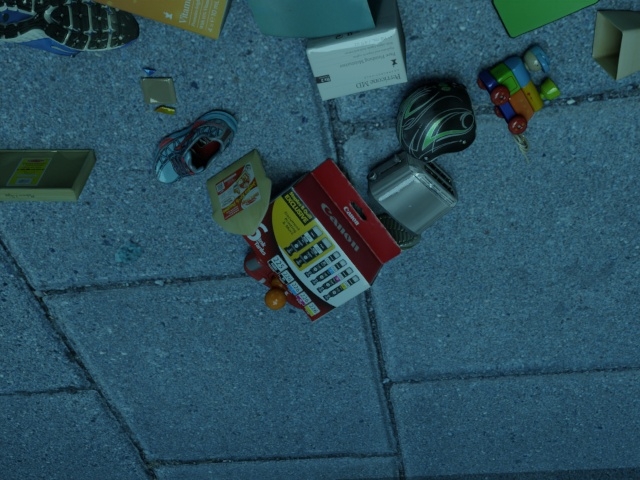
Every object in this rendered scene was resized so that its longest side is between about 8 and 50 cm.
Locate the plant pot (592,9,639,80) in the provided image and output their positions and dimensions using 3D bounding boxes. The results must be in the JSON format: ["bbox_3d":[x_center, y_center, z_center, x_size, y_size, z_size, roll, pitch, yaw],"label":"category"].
[{"bbox_3d":[0.625,-0.404,1.422,0.096,0.109,0.109,-12,131,-1],"label":"plant pot"}]

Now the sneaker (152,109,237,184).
[{"bbox_3d":[-0.312,-0.203,1.653,0.262,0.125,0.104,-33,122,29],"label":"sneaker"}]

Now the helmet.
[{"bbox_3d":[0.244,-0.260,1.539,0.162,0.169,0.169,-16,131,-3],"label":"helmet"}]

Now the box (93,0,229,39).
[{"bbox_3d":[-0.321,-0.552,1.306,0.345,0.168,0.215,15,132,-9],"label":"box"}]

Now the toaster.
[{"bbox_3d":[0.229,-0.115,1.695,0.227,0.129,0.146,38,122,-25],"label":"toaster"}]

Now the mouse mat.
[{"bbox_3d":[0.445,-0.474,1.383,0.190,0.007,0.153,-20,154,23],"label":"mouse mat"}]

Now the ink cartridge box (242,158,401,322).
[{"bbox_3d":[0.000,0.000,1.743,0.272,0.130,0.309,-35,97,30],"label":"ink cartridge box"}]

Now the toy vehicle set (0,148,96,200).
[{"bbox_3d":[-0.695,-0.159,1.693,0.267,0.166,0.035,1,132,4],"label":"toy vehicle set"}]

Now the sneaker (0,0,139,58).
[{"bbox_3d":[-0.512,-0.445,1.438,0.330,0.147,0.129,10,96,16],"label":"sneaker"}]

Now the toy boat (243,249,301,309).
[{"bbox_3d":[-0.108,0.122,1.904,0.231,0.151,0.151,35,142,-24],"label":"toy boat"}]

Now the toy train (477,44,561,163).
[{"bbox_3d":[0.462,-0.297,1.540,0.143,0.105,0.248,-34,123,14],"label":"toy train"}]

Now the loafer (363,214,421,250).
[{"bbox_3d":[0.139,-0.008,1.837,0.251,0.094,0.087,0,158,17],"label":"loafer"}]

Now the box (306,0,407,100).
[{"bbox_3d":[0.076,-0.392,1.414,0.181,0.182,0.119,-11,130,13],"label":"box"}]

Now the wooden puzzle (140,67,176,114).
[{"bbox_3d":[-0.370,-0.341,1.608,0.079,0.014,0.116,3,133,-4],"label":"wooden puzzle"}]

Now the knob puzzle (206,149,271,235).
[{"bbox_3d":[-0.188,-0.098,1.717,0.213,0.213,0.030,-29,157,27],"label":"knob puzzle"}]

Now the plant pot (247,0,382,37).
[{"bbox_3d":[-0.018,-0.493,1.352,0.234,0.165,0.165,-7,132,21],"label":"plant pot"}]
